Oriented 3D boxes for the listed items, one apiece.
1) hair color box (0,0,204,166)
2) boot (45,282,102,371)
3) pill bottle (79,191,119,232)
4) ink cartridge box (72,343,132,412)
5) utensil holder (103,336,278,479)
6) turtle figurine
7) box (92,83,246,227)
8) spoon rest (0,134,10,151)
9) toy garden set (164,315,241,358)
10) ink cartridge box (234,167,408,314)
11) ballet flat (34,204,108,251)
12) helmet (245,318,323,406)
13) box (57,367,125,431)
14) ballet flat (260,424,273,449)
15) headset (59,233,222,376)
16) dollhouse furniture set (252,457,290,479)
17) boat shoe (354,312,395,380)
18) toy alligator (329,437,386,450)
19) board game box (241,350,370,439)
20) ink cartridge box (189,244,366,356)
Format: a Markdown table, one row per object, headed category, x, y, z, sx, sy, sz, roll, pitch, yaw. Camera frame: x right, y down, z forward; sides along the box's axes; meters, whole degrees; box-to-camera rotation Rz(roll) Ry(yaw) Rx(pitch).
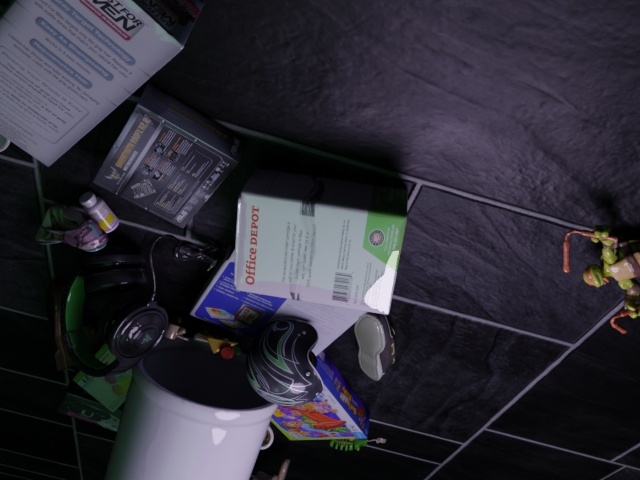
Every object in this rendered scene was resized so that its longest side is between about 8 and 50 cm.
| category | x | y | z | sx | sy | sz | roll | pitch | yaw |
| --- | --- | --- | --- | --- | --- | --- | --- | --- | --- |
| hair color box | -0.361 | -0.273 | 0.941 | 0.375 | 0.113 | 0.185 | -25 | 128 | 37 |
| boot | -0.601 | 0.201 | 1.602 | 0.115 | 0.112 | 0.305 | -10 | 141 | -22 |
| pill bottle | -0.429 | -0.055 | 1.270 | 0.043 | 0.043 | 0.083 | -6 | 137 | 21 |
| ink cartridge box | -0.442 | 0.349 | 1.618 | 0.255 | 0.097 | 0.189 | 43 | 115 | -6 |
| utensil holder | -0.296 | 0.458 | 1.462 | 0.328 | 0.327 | 0.385 | 17 | 102 | -6 |
| turtle figurine | 0.540 | 0.040 | 1.108 | 0.217 | 0.087 | 0.269 | -24 | 121 | 26 |
| box | -0.262 | -0.134 | 1.125 | 0.183 | 0.056 | 0.231 | 29 | 137 | -19 |
| spoon rest | -0.632 | -0.239 | 1.072 | 0.137 | 0.084 | 0.276 | -14 | 133 | 28 |
| toy garden set | -0.289 | 0.196 | 1.473 | 0.244 | 0.049 | 0.204 | 20 | 177 | -9 |
| ink cartridge box | 0.000 | 0.000 | 1.130 | 0.273 | 0.114 | 0.198 | 9 | 119 | 4 |
| ballet flat | -0.492 | -0.029 | 1.278 | 0.222 | 0.077 | 0.079 | 7 | 119 | 41 |
| helmet | -0.072 | 0.261 | 1.363 | 0.170 | 0.161 | 0.169 | 7 | 141 | 6 |
| box | -0.564 | 0.425 | 1.798 | 0.247 | 0.142 | 0.163 | 25 | 138 | -15 |
| ballet flat | -0.284 | 0.463 | 1.767 | 0.400 | 0.139 | 0.139 | 32 | 137 | -28 |
| headset | -0.378 | 0.117 | 1.346 | 0.394 | 0.243 | 0.185 | -38 | 157 | 28 |
| dollhouse furniture set | -0.294 | 0.623 | 1.837 | 0.362 | 0.256 | 0.394 | 17 | -175 | 9 |
| boat shoe | 0.125 | 0.217 | 1.440 | 0.081 | 0.069 | 0.227 | 35 | 148 | 29 |
| toy alligator | 0.093 | 0.581 | 1.890 | 0.190 | 0.051 | 0.056 | 9 | 141 | 4 |
| board game box | -0.044 | 0.400 | 1.687 | 0.233 | 0.078 | 0.347 | -10 | 136 | 24 |
| ink cartridge box | -0.083 | 0.123 | 1.382 | 0.304 | 0.072 | 0.307 | 26 | 136 | -14 |
